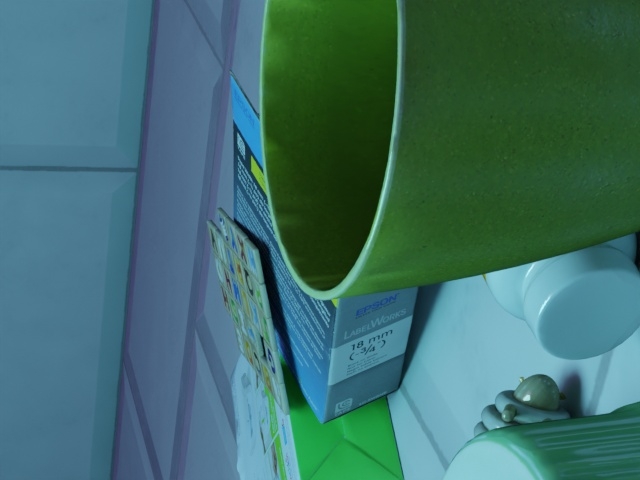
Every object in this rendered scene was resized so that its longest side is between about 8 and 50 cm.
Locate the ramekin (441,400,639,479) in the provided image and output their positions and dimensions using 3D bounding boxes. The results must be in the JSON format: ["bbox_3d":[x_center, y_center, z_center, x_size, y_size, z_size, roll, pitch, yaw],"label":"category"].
[{"bbox_3d":[0.185,0.264,0.956,0.303,0.148,0.303,180,90,-73],"label":"ramekin"}]

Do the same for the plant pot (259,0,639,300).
[{"bbox_3d":[0.137,-0.101,0.868,0.275,0.294,0.274,180,90,-72],"label":"plant pot"}]

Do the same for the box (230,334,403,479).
[{"bbox_3d":[-0.016,0.221,1.644,0.231,0.127,0.262,113,152,-52],"label":"box"}]

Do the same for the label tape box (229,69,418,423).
[{"bbox_3d":[0.000,0.000,1.439,0.240,0.106,0.333,58,159,30],"label":"label tape box"}]

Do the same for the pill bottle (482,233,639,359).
[{"bbox_3d":[0.170,-0.011,1.059,0.208,0.118,0.117,-111,27,-48],"label":"pill bottle"}]

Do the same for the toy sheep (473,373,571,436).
[{"bbox_3d":[0.164,0.171,1.132,0.091,0.091,0.132,-134,61,-66],"label":"toy sheep"}]

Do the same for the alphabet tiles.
[{"bbox_3d":[-0.088,0.064,1.573,0.237,0.009,0.198,-137,34,-64],"label":"alphabet tiles"}]
